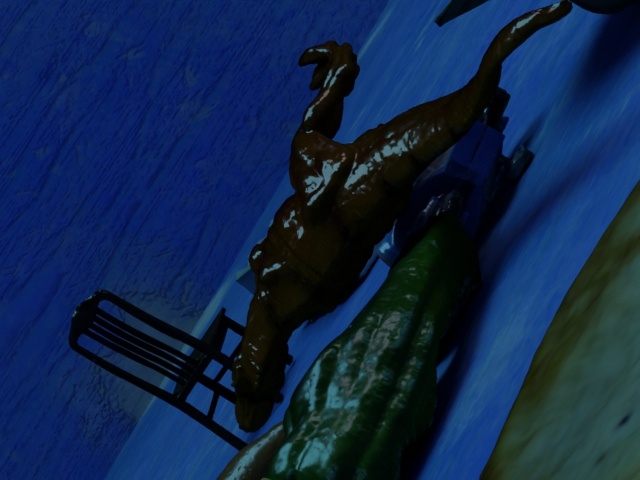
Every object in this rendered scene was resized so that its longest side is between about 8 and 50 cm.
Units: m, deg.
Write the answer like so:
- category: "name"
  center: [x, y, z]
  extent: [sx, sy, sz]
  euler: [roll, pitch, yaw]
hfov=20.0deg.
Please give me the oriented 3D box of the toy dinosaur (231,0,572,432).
- category: "toy dinosaur"
  center: [0.028, -0.056, 1.230]
  extent: [0.208, 0.097, 0.432]
  euler: [-87, 22, -51]

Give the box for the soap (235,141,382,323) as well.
- category: "soap"
  center: [0.000, 0.000, 1.808]
  extent: [0.145, 0.091, 0.230]
  euler: [-56, 5, -13]

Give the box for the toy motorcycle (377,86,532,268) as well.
- category: "toy motorcycle"
  center: [0.094, -0.032, 1.323]
  extent: [0.114, 0.076, 0.205]
  euler: [-62, 1, 39]

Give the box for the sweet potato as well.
- category: "sweet potato"
  center: [-0.069, 0.214, 1.420]
  extent: [0.202, 0.058, 0.055]
  euler: [-55, 27, 15]

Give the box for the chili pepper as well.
- category: "chili pepper"
  center: [0.041, 0.078, 1.133]
  extent: [0.253, 0.083, 0.099]
  euler: [-58, -4, -44]

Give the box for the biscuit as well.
- category: "biscuit"
  center: [0.134, 0.044, 0.725]
  extent: [0.204, 0.040, 0.309]
  euler: [-49, 9, 51]

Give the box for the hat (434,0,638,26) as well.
- category: "hat"
  center: [0.195, -0.217, 1.255]
  extent: [0.252, 0.110, 0.252]
  euler: [-53, -2, -2]

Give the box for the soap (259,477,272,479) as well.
- category: "soap"
  center: [-0.047, 0.215, 1.052]
  extent: [0.252, 0.092, 0.037]
  euler: [-49, 12, 52]

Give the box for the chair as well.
- category: "chair"
  center: [-0.139, 0.106, 1.768]
  extent: [0.084, 0.212, 0.101]
  euler: [-56, 7, 20]
